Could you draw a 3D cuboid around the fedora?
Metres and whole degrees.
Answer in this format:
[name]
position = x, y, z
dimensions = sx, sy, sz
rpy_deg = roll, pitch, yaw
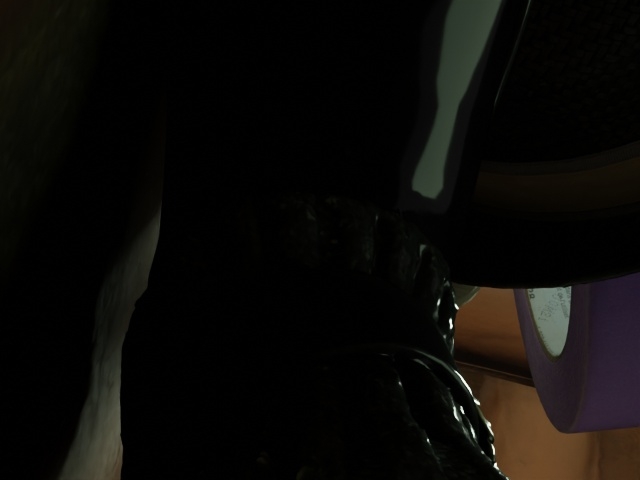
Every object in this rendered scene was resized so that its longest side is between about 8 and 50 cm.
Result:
[fedora]
position = 0.087, -0.140, 0.646
dimensions = 0.152, 0.334, 0.334
rpy_deg = 46, 52, -45

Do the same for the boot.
[boot]
position = 0.004, 0.002, 0.463
dimensions = 0.260, 0.131, 0.348
rpy_deg = -91, -171, -69

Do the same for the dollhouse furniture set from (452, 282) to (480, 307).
[dollhouse furniture set]
position = 0.067, 0.092, 0.925
dimensions = 0.362, 0.256, 0.394
rpy_deg = 90, 15, -67

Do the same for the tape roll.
[tape roll]
position = 0.173, -0.024, 0.914
dimensions = 0.275, 0.090, 0.275
rpy_deg = 175, -90, -89
